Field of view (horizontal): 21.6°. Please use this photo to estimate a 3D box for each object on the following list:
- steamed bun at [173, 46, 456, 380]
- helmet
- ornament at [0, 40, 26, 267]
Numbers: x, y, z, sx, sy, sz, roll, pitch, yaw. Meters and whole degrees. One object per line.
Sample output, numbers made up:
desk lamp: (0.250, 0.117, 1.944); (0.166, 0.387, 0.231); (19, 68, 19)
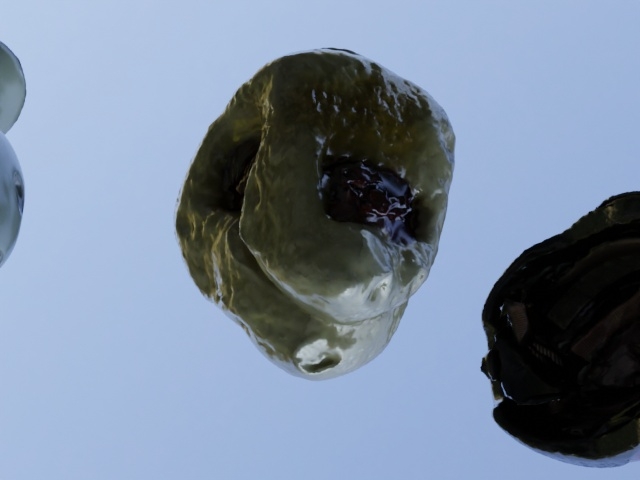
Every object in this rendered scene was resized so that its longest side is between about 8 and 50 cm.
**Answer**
steamed bun: (0.000, 0.000, 0.957); (0.172, 0.141, 0.155); (-57, -154, 35)
helmet: (0.247, 0.078, 1.303); (0.253, 0.154, 0.198); (-20, -118, 31)
ornament: (-0.153, -0.028, 0.676); (0.075, 0.081, 0.156); (-19, -152, -1)
